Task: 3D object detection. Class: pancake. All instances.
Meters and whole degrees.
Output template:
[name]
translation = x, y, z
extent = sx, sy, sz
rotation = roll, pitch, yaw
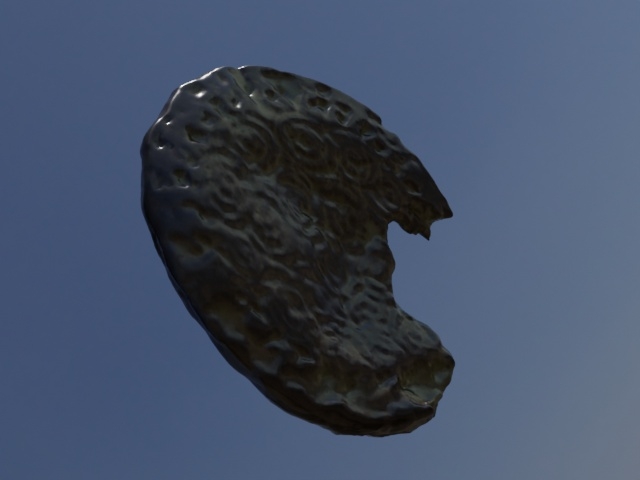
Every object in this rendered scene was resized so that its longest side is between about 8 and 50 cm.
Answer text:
[pancake]
translation = 0.000, 0.000, 1.089
extent = 0.286, 0.288, 0.033
rotation = -13, -24, -50
